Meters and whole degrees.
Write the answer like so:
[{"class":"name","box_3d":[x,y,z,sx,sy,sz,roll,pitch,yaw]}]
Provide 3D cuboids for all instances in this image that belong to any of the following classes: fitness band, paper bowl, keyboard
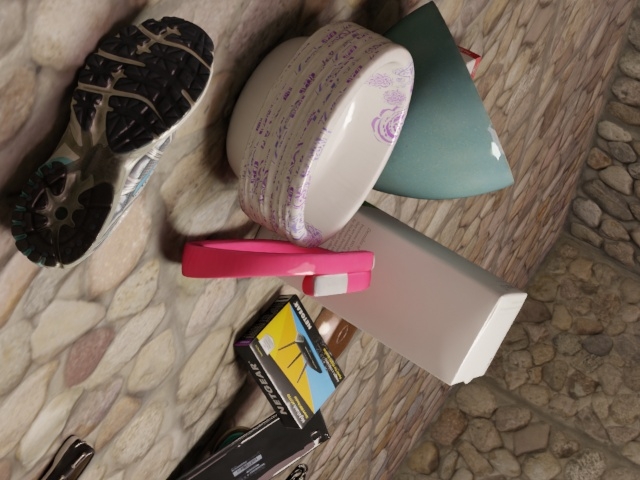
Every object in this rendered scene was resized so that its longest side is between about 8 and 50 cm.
[{"class":"fitness band","box_3d":[-0.053,0.029,1.556,0.291,0.209,0.054,-1,98,-61]},{"class":"paper bowl","box_3d":[-0.011,-0.145,1.508,0.284,0.148,0.284,-50,159,-28]},{"class":"keyboard","box_3d":[-0.119,0.400,2.014,0.317,0.033,0.201,-31,129,-16]}]

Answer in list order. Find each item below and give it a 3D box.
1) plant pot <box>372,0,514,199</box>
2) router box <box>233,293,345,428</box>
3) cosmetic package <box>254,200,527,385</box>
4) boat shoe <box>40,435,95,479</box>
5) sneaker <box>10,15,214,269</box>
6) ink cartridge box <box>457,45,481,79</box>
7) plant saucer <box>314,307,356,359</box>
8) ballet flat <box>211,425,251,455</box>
[{"class":"plant pot","box_3d":[0.134,-0.175,1.724,0.196,0.290,0.290,-24,163,7]},{"class":"router box","box_3d":[-0.048,0.198,1.936,0.133,0.046,0.178,-47,117,-36]},{"class":"cosmetic package","box_3d":[0.100,0.055,1.757,0.155,0.366,0.197,-63,163,8]},{"class":"boat shoe","box_3d":[-0.333,0.312,1.518,0.125,0.038,0.046,-58,162,-7]},{"class":"sneaker","box_3d":[-0.206,-0.097,1.177,0.283,0.110,0.122,-55,179,-8]},{"class":"ink cartridge box","box_3d":[0.218,-0.277,2.069,0.135,0.056,0.099,-33,147,-56]},{"class":"plant saucer","box_3d":[0.030,0.174,2.291,0.198,0.036,0.198,-50,160,-26]},{"class":"ballet flat","box_3d":[-0.154,0.398,2.094,0.086,0.086,0.248,-37,153,-51]}]
